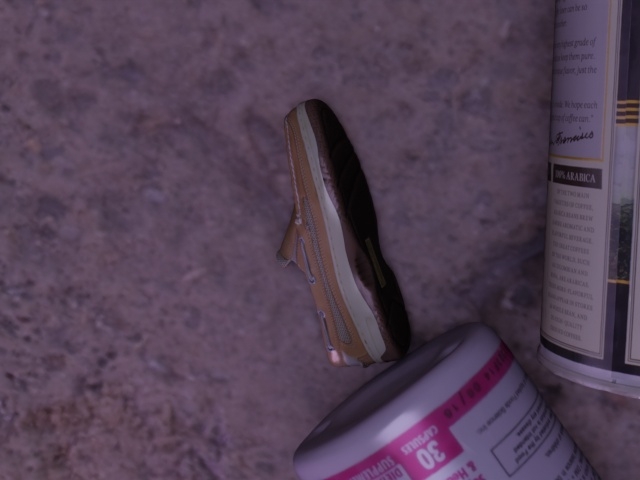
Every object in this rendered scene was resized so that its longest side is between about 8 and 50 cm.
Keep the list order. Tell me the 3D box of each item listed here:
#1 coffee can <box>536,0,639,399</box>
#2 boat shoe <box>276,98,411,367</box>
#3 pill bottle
[{"bbox_3d":[0.234,-0.058,0.691,0.201,0.201,0.275,3,97,9],"label":"coffee can"},{"bbox_3d":[0.000,0.000,0.807,0.072,0.068,0.190,-15,93,24],"label":"boat shoe"},{"bbox_3d":[0.124,0.209,0.758,0.160,0.160,0.283,-36,90,11],"label":"pill bottle"}]
